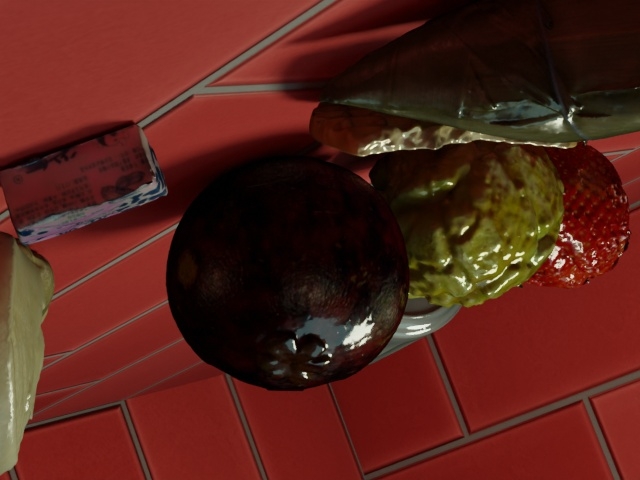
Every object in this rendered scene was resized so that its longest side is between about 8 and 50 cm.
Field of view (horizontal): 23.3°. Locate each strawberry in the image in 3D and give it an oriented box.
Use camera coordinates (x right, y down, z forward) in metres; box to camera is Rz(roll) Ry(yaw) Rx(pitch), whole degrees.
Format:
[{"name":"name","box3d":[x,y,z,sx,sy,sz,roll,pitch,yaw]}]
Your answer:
[{"name":"strawberry","box3d":[0.357,-0.047,2.460,0.250,0.239,0.288,-27,160,14]}]

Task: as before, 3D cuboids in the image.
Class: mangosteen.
[{"name":"mangosteen","box3d":[-0.043,0.017,1.952,0.306,0.360,0.306,-4,139,-4]}]

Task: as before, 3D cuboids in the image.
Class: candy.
[{"name":"candy","box3d":[-0.239,-0.055,1.564,0.160,0.073,0.092,-20,170,-5]}]

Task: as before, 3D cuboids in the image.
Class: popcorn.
[{"name":"popcorn","box3d":[0.200,-0.045,2.100,0.282,0.247,0.282,-21,-175,2]}]

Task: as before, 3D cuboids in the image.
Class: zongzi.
[{"name":"zongzi","box3d":[0.215,-0.180,1.629,0.392,0.174,0.356,-9,-179,10]}]

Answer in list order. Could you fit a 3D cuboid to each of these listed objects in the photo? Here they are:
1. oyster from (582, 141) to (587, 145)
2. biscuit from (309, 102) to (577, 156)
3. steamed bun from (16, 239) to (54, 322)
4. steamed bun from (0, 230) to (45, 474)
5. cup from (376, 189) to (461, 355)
[{"name":"oyster","box3d":[0.432,-0.193,2.200,0.221,0.096,0.361,-20,173,29]},{"name":"biscuit","box3d":[0.114,-0.133,1.709,0.309,0.040,0.204,-4,-164,-33]},{"name":"steamed bun","box3d":[-0.402,0.079,1.898,0.231,0.110,0.212,-23,172,34]},{"name":"steamed bun","box3d":[-0.417,0.129,1.563,0.290,0.272,0.273,-10,167,-8]},{"name":"cup","box3d":[0.122,0.050,2.501,0.322,0.237,0.327,-23,173,-22]}]
